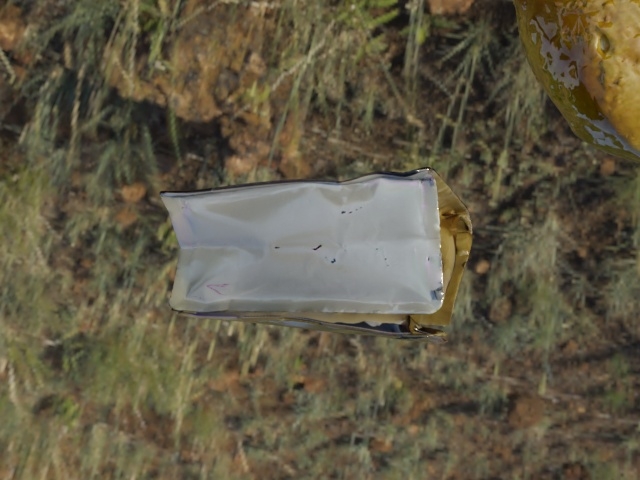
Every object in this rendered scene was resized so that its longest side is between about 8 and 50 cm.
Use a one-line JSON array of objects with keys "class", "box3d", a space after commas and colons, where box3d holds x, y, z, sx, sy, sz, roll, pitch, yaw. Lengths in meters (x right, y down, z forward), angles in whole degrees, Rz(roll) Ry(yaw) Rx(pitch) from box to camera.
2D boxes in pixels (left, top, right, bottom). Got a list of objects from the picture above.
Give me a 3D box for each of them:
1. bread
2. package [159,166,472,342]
[{"class": "bread", "box3d": [0.409, -0.260, 1.005, 0.394, 0.361, 0.250, -28, 158, -1]}, {"class": "package", "box3d": [-0.003, 0.032, 1.049, 0.311, 0.164, 0.221, -1, 168, 18]}]
